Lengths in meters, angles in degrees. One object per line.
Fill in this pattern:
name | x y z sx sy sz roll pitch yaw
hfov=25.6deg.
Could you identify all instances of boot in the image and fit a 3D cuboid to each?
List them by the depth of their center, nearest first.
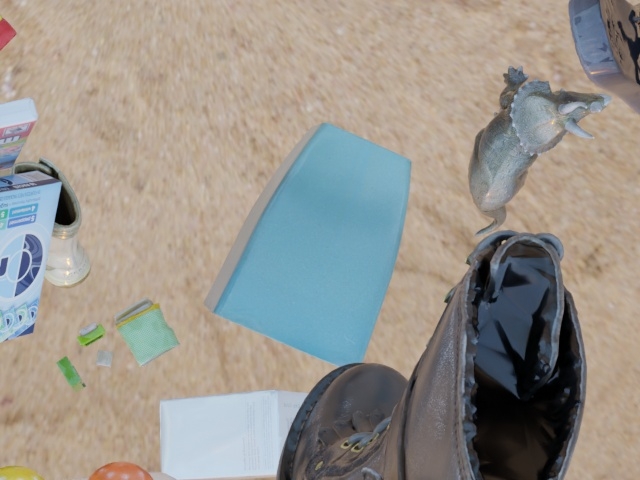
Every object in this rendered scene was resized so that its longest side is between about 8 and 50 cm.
boot | 0.049 0.085 0.589 0.091 0.263 0.229 16 127 -8
boot | -0.352 -0.055 1.653 0.077 0.165 0.213 -40 74 -22

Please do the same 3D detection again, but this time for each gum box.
gum box | -0.356 0.026 1.495 0.041 0.157 0.184 23 110 26

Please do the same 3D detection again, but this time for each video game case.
video game case | -0.396 -0.082 1.398 0.204 0.285 0.025 -15 89 -18

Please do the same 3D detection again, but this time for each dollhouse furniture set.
dollhouse furniture set | -0.259 0.132 1.783 0.152 0.058 0.076 -31 78 -11

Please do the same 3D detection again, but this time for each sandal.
sandal | 0.261 -0.149 1.113 0.054 0.254 0.097 -15 88 26

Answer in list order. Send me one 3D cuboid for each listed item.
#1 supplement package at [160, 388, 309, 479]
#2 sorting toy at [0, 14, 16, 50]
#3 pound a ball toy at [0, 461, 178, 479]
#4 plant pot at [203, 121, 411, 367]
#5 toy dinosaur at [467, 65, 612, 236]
supplement package | -0.100 0.245 1.759 0.179 0.105 0.105 -9 78 30
sorting toy | -0.359 -0.100 1.006 0.089 0.255 0.257 52 58 -27
pound a ball toy | -0.163 0.222 0.907 0.319 0.208 0.135 1 98 -36
plant pot | 0.000 0.000 1.530 0.166 0.165 0.234 24 88 -8
toy dinosaur | 0.230 -0.112 1.730 0.121 0.160 0.313 38 130 0
